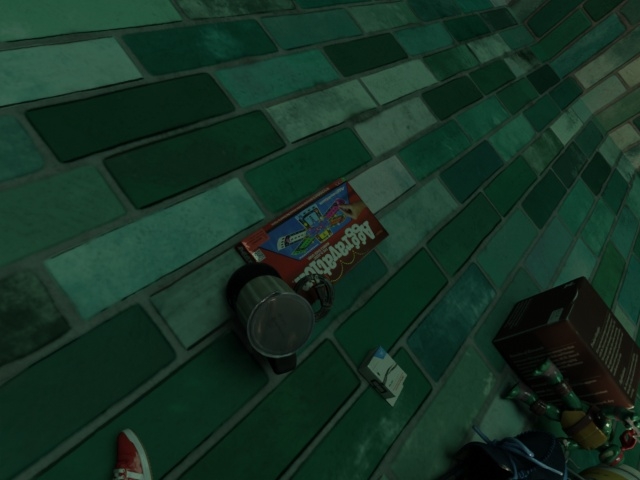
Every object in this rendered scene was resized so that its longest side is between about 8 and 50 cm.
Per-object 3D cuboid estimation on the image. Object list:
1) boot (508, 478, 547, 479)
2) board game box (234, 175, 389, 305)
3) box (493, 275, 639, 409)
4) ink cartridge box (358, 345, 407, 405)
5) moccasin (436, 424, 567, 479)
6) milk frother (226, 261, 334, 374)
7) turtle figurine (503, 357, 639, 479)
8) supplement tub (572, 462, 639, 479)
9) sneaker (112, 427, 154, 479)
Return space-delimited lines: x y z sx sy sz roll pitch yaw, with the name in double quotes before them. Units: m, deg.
"boot" 0.097 0.346 0.501 0.348 0.131 0.260 -45 97 -10
"board game box" 0.000 0.000 0.789 0.145 0.027 0.281 52 47 0
"box" 0.500 0.218 0.931 0.168 0.167 0.203 -34 87 -43
"ink cartridge box" 0.105 0.216 0.736 0.083 0.028 0.048 48 47 -4
"moccasin" 0.261 0.357 0.690 0.342 0.138 0.117 -14 81 -42
"milk frother" -0.036 0.088 0.615 0.143 0.135 0.129 -31 113 -12
"turtle figurine" 0.460 0.332 0.822 0.234 0.175 0.118 46 13 24
"supplement tub" 0.480 0.477 0.779 0.200 0.144 0.144 -9 70 -40
"sneaker" -0.208 0.260 0.471 0.067 0.042 0.118 -8 72 -42
